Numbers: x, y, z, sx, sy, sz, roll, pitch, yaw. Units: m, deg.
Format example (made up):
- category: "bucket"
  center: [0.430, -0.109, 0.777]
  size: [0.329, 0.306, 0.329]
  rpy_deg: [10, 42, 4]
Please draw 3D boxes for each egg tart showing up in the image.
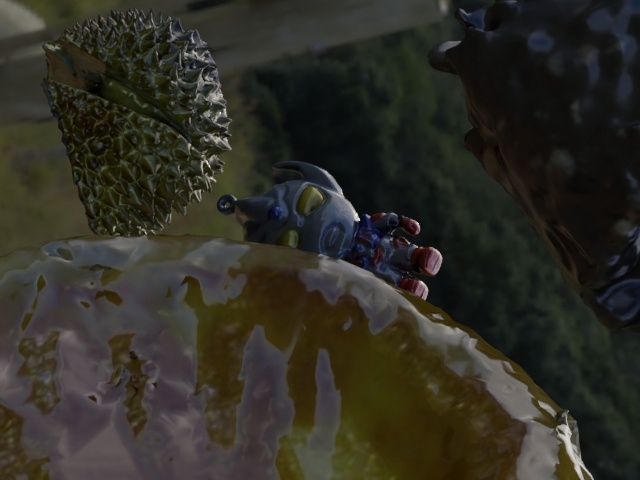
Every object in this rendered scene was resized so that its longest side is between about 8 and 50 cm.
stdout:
- category: "egg tart"
  center: [-0.072, 0.141, 0.620]
  size: [0.388, 0.388, 0.169]
  rpy_deg: [-85, -177, -57]

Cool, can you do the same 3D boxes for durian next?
- category: "durian"
  center: [-0.141, -0.090, 1.312]
  size: [0.237, 0.138, 0.193]
  rpy_deg: [-169, -120, -81]

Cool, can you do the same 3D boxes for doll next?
- category: "doll"
  center: [-0.001, 0.001, 1.246]
  size: [0.062, 0.195, 0.104]
  rpy_deg: [4, 105, -61]

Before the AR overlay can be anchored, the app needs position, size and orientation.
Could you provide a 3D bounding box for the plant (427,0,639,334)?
- category: "plant"
  center: [0.177, -0.094, 0.964]
  size: [0.188, 0.199, 0.276]
  rpy_deg: [55, 10, -50]
